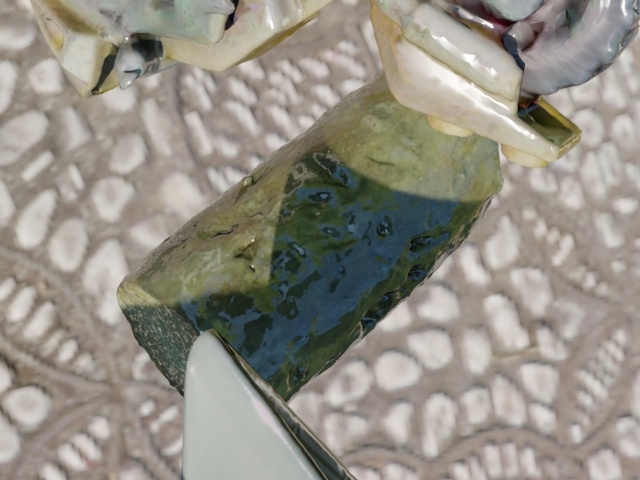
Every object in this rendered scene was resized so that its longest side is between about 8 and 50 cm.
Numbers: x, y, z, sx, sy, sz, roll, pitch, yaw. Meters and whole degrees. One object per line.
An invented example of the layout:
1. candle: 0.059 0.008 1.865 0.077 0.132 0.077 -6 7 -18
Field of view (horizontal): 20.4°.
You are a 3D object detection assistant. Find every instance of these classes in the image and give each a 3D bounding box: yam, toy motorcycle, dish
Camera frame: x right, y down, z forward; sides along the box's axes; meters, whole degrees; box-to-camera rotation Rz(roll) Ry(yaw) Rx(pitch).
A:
1. yam: 0.000 0.000 0.901 0.194 0.107 0.107 -41 106 -18
2. toy motorcycle: -0.009 -0.086 0.587 0.094 0.229 0.129 -32 142 -62
3. dish: 0.020 0.166 0.674 0.080 0.243 0.182 -39 139 -2
